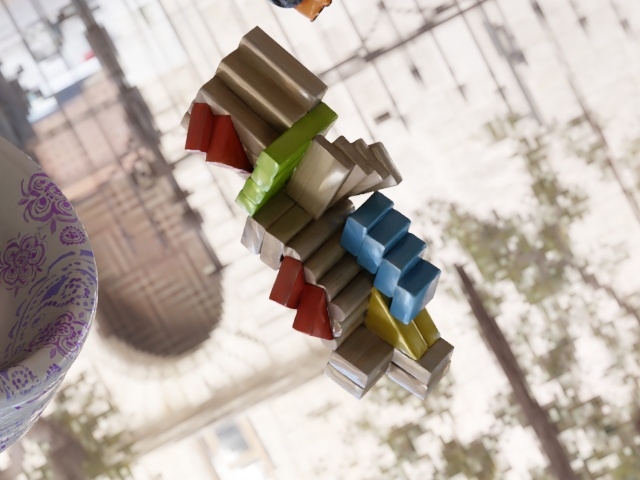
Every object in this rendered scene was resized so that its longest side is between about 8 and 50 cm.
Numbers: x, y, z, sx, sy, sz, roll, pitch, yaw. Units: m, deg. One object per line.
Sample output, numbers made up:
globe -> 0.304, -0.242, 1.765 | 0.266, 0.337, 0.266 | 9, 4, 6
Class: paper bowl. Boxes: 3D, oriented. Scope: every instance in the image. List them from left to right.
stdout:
paper bowl -> -0.310, 0.041, 1.125 | 0.284, 0.284, 0.148 | -38, 168, -51

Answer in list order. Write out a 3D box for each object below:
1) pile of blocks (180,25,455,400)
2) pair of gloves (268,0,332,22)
pile of blocks -> 0.000, 0.000, 1.389 | 0.149, 0.362, 0.112 | -17, -158, 51
pair of gloves -> -0.009, -0.177, 0.984 | 0.083, 0.074, 0.010 | -46, -148, 26
